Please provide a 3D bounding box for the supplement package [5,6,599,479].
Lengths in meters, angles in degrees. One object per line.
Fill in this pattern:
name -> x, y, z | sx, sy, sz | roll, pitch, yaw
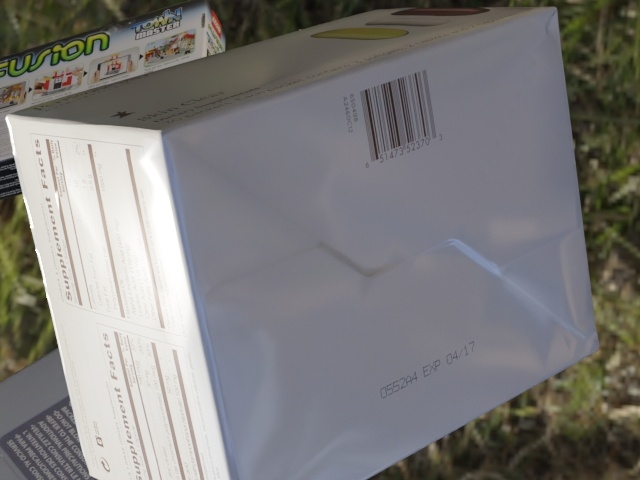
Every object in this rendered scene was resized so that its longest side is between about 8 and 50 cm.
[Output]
supplement package -> 0.000, 0.000, 0.742 | 0.145, 0.262, 0.204 | 9, 115, 49

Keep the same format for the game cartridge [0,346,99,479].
game cartridge -> -0.107, 0.172, 0.915 | 0.294, 0.196, 0.060 | 40, 154, 37

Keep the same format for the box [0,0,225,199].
box -> -0.168, -0.094, 0.966 | 0.207, 0.114, 0.036 | -14, 137, 15
